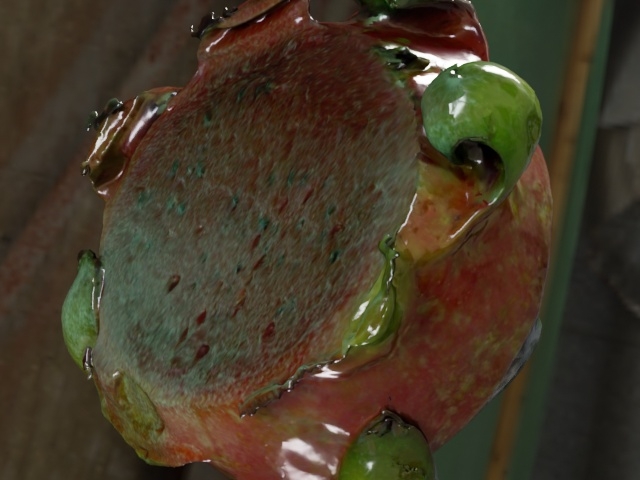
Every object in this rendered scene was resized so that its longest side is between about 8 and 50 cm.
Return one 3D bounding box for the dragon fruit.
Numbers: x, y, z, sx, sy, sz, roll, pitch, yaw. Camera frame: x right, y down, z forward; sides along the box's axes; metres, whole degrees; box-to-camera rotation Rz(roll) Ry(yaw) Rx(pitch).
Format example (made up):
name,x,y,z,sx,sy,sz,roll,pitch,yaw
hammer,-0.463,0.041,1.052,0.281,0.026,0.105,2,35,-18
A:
name,x,y,z,sx,sy,sz,roll,pitch,yaw
dragon fruit,0.000,0.000,0.858,0.130,0.295,0.268,31,-123,-37
